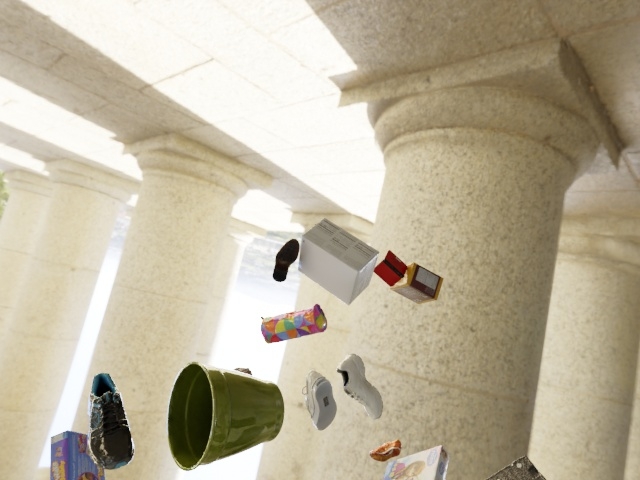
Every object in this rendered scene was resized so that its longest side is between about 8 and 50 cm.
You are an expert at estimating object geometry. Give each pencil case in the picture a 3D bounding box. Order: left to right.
[{"bbox_3d":[-0.093,0.282,1.513,0.236,0.105,0.104,-15,158,26],"label":"pencil case"}]

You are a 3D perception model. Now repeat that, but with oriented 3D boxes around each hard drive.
[{"bbox_3d":[0.665,0.949,1.591,0.064,0.338,0.237,59,179,-17],"label":"hard drive"}]

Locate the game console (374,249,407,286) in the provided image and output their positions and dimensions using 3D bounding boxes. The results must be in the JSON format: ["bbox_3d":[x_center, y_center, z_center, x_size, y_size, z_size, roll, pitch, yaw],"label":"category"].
[{"bbox_3d":[0.364,0.145,2.330,0.144,0.124,0.085,42,139,-11],"label":"game console"}]

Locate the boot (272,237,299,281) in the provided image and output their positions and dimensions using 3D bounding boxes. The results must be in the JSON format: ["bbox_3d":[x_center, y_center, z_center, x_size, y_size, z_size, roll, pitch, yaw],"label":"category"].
[{"bbox_3d":[-0.133,0.051,1.737,0.082,0.106,0.219,20,127,-10],"label":"boot"}]

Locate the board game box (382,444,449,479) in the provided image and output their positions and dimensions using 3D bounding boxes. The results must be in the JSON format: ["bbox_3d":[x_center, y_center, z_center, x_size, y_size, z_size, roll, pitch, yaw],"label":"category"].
[{"bbox_3d":[0.407,1.091,2.008,0.318,0.066,0.318,-35,-179,28],"label":"board game box"}]

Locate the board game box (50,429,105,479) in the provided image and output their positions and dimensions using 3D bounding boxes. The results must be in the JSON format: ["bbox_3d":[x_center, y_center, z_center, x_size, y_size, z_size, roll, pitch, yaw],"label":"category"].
[{"bbox_3d":[-0.968,0.962,1.795,0.078,0.347,0.233,-22,147,0],"label":"board game box"}]

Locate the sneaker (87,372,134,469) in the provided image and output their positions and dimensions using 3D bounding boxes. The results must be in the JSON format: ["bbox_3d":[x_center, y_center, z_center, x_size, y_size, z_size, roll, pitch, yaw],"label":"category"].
[{"bbox_3d":[-0.687,0.573,1.433,0.125,0.140,0.341,-8,-149,-35],"label":"sneaker"}]

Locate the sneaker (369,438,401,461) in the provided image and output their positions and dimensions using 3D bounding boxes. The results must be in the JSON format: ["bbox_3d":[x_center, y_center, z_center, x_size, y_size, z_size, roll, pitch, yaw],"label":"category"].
[{"bbox_3d":[0.293,0.937,1.996,0.175,0.067,0.064,-31,100,31],"label":"sneaker"}]

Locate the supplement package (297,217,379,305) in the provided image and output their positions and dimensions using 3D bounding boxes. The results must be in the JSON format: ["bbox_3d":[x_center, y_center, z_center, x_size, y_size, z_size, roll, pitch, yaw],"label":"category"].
[{"bbox_3d":[0.062,0.081,1.719,0.261,0.145,0.204,33,140,22],"label":"supplement package"}]

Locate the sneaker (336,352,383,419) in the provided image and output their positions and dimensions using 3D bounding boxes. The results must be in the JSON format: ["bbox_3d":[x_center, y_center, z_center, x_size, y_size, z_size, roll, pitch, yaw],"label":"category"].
[{"bbox_3d":[0.162,0.649,1.950,0.129,0.297,0.111,-22,167,-43],"label":"sneaker"}]

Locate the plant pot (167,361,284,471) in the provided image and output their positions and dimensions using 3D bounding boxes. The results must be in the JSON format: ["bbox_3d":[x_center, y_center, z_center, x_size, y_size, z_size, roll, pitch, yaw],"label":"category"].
[{"bbox_3d":[-0.340,0.658,1.711,0.353,0.367,0.366,15,172,-39],"label":"plant pot"}]

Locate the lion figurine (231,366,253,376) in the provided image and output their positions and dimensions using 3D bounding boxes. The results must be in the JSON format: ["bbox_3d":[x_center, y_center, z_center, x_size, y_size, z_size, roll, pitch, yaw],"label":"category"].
[{"bbox_3d":[-0.474,0.878,2.383,0.240,0.392,0.142,3,155,-20],"label":"lion figurine"}]

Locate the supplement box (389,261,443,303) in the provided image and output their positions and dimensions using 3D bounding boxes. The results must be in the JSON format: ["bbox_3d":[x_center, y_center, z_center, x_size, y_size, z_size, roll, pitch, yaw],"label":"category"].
[{"bbox_3d":[0.512,0.232,2.393,0.194,0.129,0.191,28,158,-11],"label":"supplement box"}]

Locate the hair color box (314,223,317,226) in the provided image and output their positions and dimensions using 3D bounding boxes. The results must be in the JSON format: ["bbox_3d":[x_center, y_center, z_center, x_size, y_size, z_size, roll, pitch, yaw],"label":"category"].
[{"bbox_3d":[0.000,0.000,2.022,0.071,0.141,0.043,6,180,-2],"label":"hair color box"}]

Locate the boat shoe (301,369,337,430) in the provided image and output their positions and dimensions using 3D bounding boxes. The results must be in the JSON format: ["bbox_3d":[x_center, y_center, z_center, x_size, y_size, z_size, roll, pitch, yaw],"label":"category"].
[{"bbox_3d":[-0.023,0.762,2.173,0.156,0.135,0.367,36,145,44],"label":"boat shoe"}]
